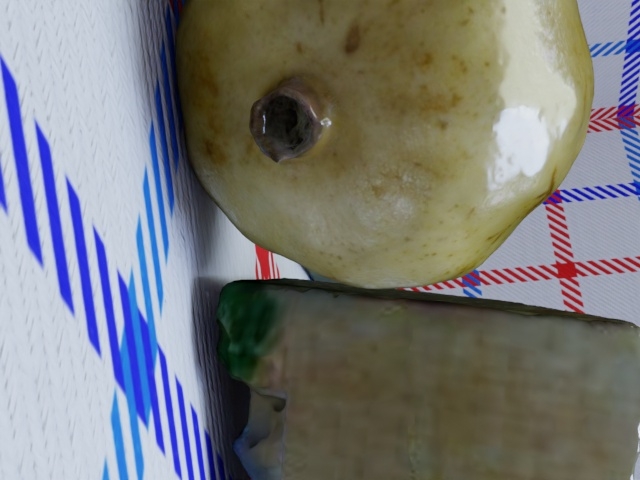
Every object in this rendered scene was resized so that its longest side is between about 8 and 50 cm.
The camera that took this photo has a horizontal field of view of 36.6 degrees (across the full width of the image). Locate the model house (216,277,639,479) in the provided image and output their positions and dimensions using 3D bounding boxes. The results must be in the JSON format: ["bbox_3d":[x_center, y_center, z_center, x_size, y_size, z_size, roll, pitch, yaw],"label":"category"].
[{"bbox_3d":[0.077,0.216,0.879,0.382,0.334,0.342,31,64,-88],"label":"model house"}]

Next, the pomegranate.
[{"bbox_3d":[0.044,-0.128,0.750,0.332,0.332,0.332,-6,90,-83],"label":"pomegranate"}]

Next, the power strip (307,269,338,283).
[{"bbox_3d":[0.000,0.000,1.365,0.288,0.053,0.093,64,22,-74],"label":"power strip"}]
